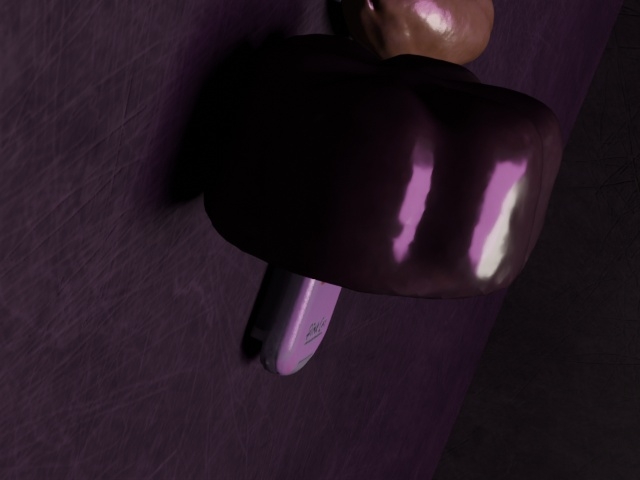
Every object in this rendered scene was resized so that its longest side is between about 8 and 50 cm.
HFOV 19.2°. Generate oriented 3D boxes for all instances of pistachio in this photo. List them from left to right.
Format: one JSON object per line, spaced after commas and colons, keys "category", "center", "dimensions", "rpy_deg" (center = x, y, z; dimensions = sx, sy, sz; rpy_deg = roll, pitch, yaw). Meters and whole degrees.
{"category": "pistachio", "center": [0.074, -0.185, 1.488], "dimensions": [0.185, 0.108, 0.126], "rpy_deg": [-3, 92, -70]}

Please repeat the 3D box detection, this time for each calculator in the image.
{"category": "calculator", "center": [0.000, 0.000, 1.633], "dimensions": [0.141, 0.045, 0.246], "rpy_deg": [-21, 131, -75]}

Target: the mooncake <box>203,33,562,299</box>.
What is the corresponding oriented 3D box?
{"category": "mooncake", "center": [0.044, -0.052, 1.279], "dimensions": [0.245, 0.245, 0.133], "rpy_deg": [-35, 140, -70]}
